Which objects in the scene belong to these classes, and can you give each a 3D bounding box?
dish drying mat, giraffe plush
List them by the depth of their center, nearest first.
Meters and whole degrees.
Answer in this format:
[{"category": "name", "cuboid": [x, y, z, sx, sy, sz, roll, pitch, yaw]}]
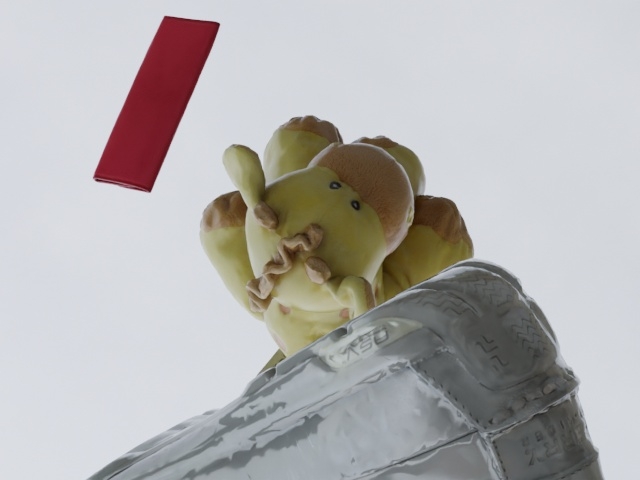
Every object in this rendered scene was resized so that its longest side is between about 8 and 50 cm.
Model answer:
[{"category": "dish drying mat", "cuboid": [-0.071, -0.060, 0.729, 0.032, 0.083, 0.008, 11, 160, 32]}, {"category": "giraffe plush", "cuboid": [0.000, 0.000, 1.049, 0.181, 0.170, 0.210, 20, -110, 8]}]

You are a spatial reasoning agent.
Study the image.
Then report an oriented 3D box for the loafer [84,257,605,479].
[{"category": "loafer", "cuboid": [-0.023, 0.118, 0.670, 0.112, 0.319, 0.111, -24, -97, -46]}]
